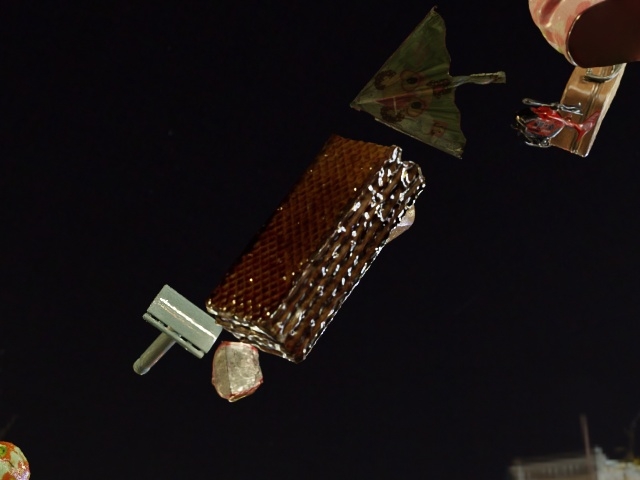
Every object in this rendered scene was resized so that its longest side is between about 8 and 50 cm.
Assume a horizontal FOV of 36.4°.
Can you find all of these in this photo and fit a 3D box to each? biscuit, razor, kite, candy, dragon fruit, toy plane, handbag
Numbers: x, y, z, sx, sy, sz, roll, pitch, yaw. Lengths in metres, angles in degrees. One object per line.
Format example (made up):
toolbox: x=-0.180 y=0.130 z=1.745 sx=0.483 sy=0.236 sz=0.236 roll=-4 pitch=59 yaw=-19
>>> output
biscuit: x=0.000 y=0.000 z=0.980 sx=0.106 sy=0.252 sz=0.070 roll=16 pitch=-28 yaw=47
razor: x=-0.242 y=0.156 z=1.490 sx=0.106 sy=0.068 sz=0.232 roll=38 pitch=-36 yaw=-8
kite: x=0.180 y=-0.254 z=1.654 sx=0.268 sy=0.013 sz=0.323 roll=-10 pitch=-46 yaw=11
candy: x=-0.441 y=0.428 z=1.453 sx=0.084 sy=0.078 sz=0.287 roll=-17 pitch=-72 yaw=10
dragon fruit: x=-0.116 y=0.183 z=1.350 sx=0.056 sy=0.083 sz=0.060 roll=-3 pitch=-20 yaw=-32
toy plane: x=0.291 y=-0.149 z=1.217 sx=0.145 sy=0.037 sz=0.060 roll=3 pitch=-50 yaw=-34
handbag: x=0.444 y=-0.246 z=1.592 sx=0.072 sy=0.193 sz=0.151 roll=23 pitch=-39 yaw=16

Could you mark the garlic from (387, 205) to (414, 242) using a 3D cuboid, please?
garlic: x=0.066 y=-0.030 z=1.380 sx=0.115 sy=0.128 sz=0.206 roll=-6 pitch=-26 yaw=-24

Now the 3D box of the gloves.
gloves: x=0.278 y=-0.249 z=0.950 sx=0.145 sy=0.241 sz=0.126 roll=-35 pitch=-62 yaw=26
